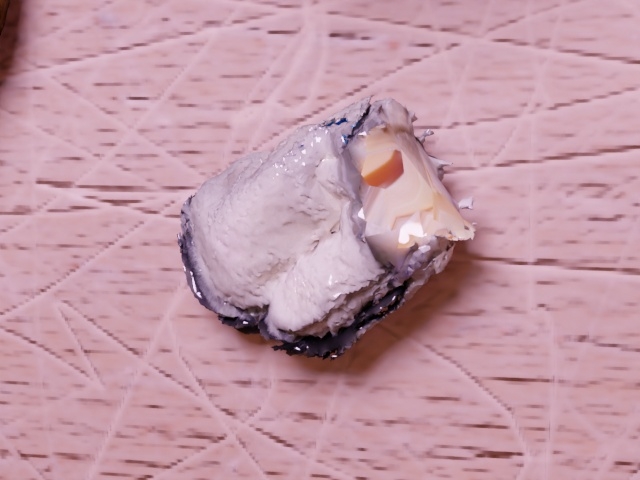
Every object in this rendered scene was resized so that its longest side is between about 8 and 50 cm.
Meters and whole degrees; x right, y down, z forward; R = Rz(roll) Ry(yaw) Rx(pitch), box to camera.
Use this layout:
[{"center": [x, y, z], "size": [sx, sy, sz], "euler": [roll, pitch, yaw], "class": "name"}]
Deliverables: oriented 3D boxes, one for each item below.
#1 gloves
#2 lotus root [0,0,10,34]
[{"center": [0.001, -0.002, 0.947], "size": [0.153, 0.070, 0.114], "euler": [-30, 92, 22], "class": "gloves"}, {"center": [-0.237, -0.167, 0.980], "size": [0.145, 0.128, 0.260], "euler": [-10, 91, 7], "class": "lotus root"}]
